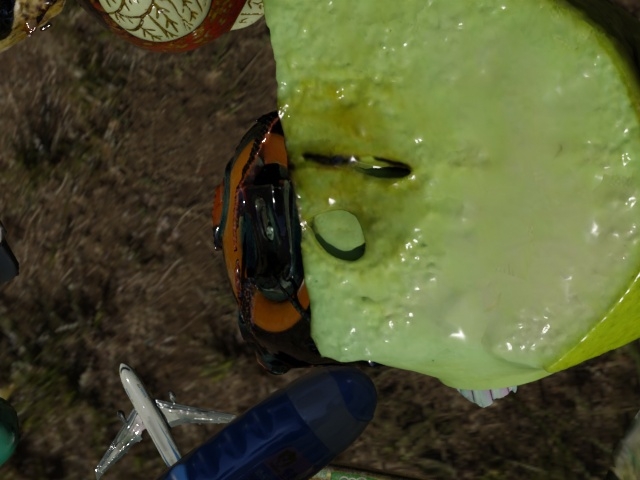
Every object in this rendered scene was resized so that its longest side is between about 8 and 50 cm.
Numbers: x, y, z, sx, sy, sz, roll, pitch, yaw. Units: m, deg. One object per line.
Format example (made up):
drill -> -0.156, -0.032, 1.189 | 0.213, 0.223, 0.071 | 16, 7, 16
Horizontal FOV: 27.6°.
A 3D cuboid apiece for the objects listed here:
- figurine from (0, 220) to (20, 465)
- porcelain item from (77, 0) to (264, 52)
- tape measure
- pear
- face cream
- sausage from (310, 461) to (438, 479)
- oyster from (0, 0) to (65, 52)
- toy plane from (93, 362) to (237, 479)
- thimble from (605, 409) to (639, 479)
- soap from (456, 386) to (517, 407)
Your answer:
figurine -> -0.370, 0.121, 0.954 | 0.323, 0.231, 0.340 | 37, 56, -31
porcelain item -> -0.136, -0.308, 1.236 | 0.253, 0.253, 0.253 | 4, 78, -18
tape measure -> 0.000, 0.000, 1.059 | 0.135, 0.202, 0.223 | -7, 90, -33
pear -> 0.128, -0.057, 0.806 | 0.176, 0.282, 0.286 | -23, 107, -54
face cream -> -0.056, 0.217, 1.313 | 0.264, 0.149, 0.083 | -37, 60, 2
sausage -> 0.057, 0.333, 1.831 | 0.269, 0.033, 0.033 | 8, 74, 14
oyster -> -0.327, -0.181, 1.035 | 0.345, 0.078, 0.129 | -19, 81, 6
toy plane -> -0.226, 0.262, 1.813 | 0.226, 0.058, 0.226 | -22, 104, 6
thimble -> 0.371, 0.204, 1.005 | 0.270, 0.150, 0.271 | -10, 125, -14
soap -> 0.218, 0.158, 1.787 | 0.100, 0.056, 0.149 | -26, 130, -10
